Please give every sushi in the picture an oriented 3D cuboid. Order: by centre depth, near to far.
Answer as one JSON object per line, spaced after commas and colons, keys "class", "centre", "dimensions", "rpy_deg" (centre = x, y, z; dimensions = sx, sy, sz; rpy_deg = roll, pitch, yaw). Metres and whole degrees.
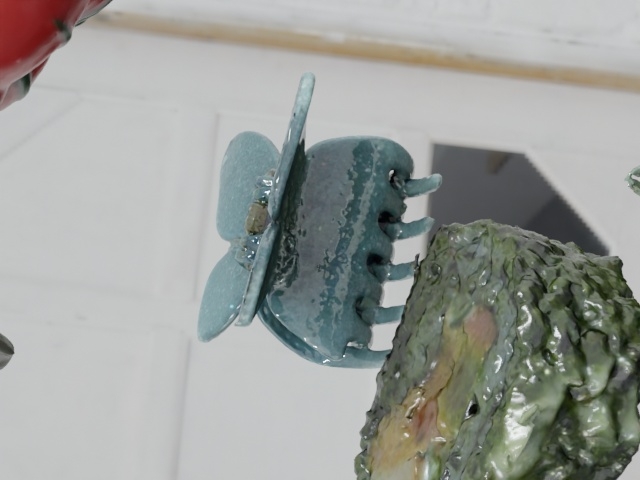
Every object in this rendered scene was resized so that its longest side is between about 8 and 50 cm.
{"class": "sushi", "centre": [0.183, 0.164, 1.363], "dimensions": [0.352, 0.178, 0.294], "rpy_deg": [-69, 22, 9]}

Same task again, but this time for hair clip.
{"class": "hair clip", "centre": [0.000, 0.000, 1.777], "dimensions": [0.392, 0.238, 0.318], "rpy_deg": [151, 135, -69]}

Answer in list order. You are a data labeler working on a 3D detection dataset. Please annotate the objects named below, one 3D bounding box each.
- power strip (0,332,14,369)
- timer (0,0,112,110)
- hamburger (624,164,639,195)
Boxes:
{"class": "power strip", "centre": [-0.351, 0.115, 0.843], "dimensions": [0.251, 0.257, 0.092], "rpy_deg": [41, -164, -47]}
{"class": "timer", "centre": [-0.344, -0.235, 1.189], "dimensions": [0.378, 0.279, 0.378], "rpy_deg": [-47, 12, 13]}
{"class": "hamburger", "centre": [0.526, -0.091, 1.616], "dimensions": [0.277, 0.318, 0.195], "rpy_deg": [-32, 58, 50]}
